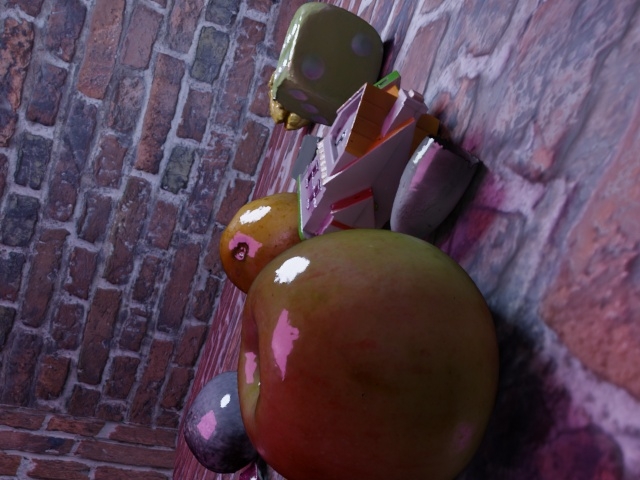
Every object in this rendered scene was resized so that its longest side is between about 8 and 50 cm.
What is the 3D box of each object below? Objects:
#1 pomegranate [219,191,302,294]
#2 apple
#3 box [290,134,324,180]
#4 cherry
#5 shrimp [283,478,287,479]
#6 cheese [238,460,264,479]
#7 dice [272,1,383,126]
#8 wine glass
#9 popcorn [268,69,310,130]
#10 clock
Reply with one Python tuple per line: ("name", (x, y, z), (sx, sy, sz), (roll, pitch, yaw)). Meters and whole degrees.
("pomegranate", (-0.080, 0.021, 0.976), (0.307, 0.307, 0.308), (-164, 90, -73))
("apple", (0.040, 0.136, 0.514), (0.319, 0.276, 0.320), (-165, 90, -72))
("box", (0.013, -0.199, 1.153), (0.243, 0.134, 0.163), (-127, 56, -70))
("cherry", (-0.265, 0.513, 1.231), (0.255, 0.218, 0.296), (-47, 26, -10))
("shrimp", (-0.081, 0.564, 0.892), (0.115, 0.051, 0.217), (-85, 18, -51))
("cheese", (-0.194, 0.665, 1.134), (0.244, 0.062, 0.155), (131, 152, -60))
("dice", (0.015, -0.479, 1.211), (0.252, 0.249, 0.255), (-166, 92, -74))
("wine glass", (0.057, -0.019, 0.632), (0.310, 0.264, 0.096), (-64, 34, 27))
("popcorn", (-0.102, -0.578, 1.753), (0.265, 0.225, 0.332), (-64, 30, 14))
("clock", (0.090, -0.149, 0.800), (0.310, 0.166, 0.235), (-58, 23, 33))
